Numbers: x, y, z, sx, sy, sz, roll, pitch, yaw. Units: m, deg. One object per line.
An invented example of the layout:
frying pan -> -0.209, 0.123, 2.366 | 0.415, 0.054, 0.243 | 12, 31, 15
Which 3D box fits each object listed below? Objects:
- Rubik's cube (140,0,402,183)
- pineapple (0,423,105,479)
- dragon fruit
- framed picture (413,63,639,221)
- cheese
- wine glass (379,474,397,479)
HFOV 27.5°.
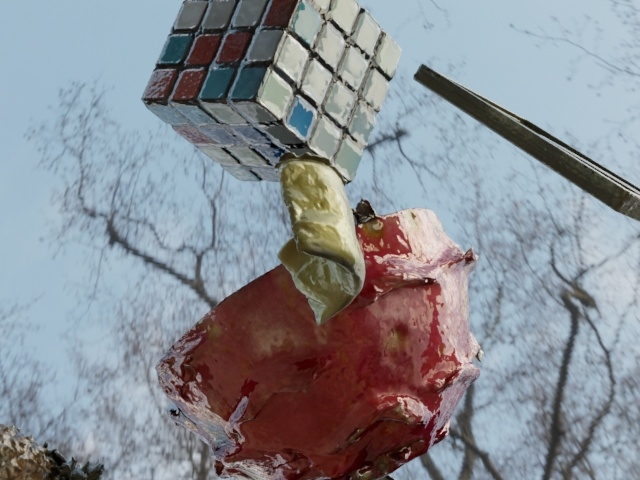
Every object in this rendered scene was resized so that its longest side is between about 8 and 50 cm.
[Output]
Rubik's cube -> -0.042, -0.154, 1.215 | 0.154, 0.151, 0.155 | 38, -115, -45
pineapple -> -0.291, 0.235, 1.302 | 0.197, 0.108, 0.108 | 16, -71, -45
dragon fruit -> 0.026, 0.141, 1.428 | 0.386, 0.371, 0.249 | -21, -106, -33
framed picture -> 0.174, -0.059, 0.935 | 0.150, 0.203, 0.015 | 17, -73, -49
cheese -> 0.001, 0.000, 0.670 | 0.041, 0.060, 0.084 | -13, -36, -9
wine glass -> 0.148, 0.349, 1.633 | 0.406, 0.267, 0.267 | 34, -76, 21
